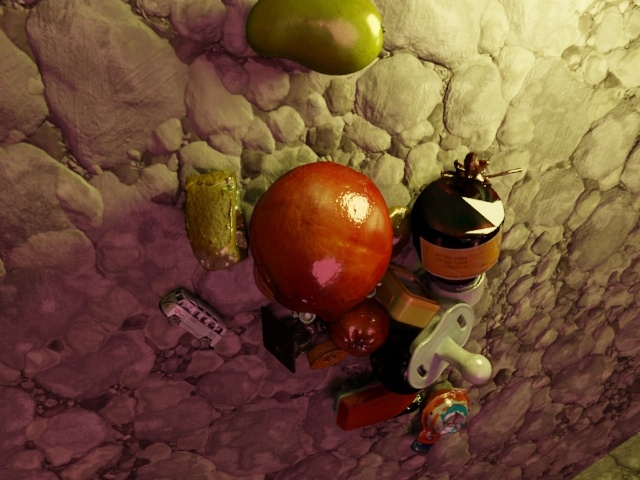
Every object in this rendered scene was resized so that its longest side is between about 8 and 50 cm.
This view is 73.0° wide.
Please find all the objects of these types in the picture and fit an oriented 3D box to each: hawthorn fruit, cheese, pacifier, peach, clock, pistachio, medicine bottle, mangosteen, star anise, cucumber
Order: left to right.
[{"bbox_3d":[0.002,0.000,1.023,0.372,0.289,0.374,-6,98,-50],"label":"peach"},{"bbox_3d":[0.118,0.238,1.297,0.178,0.201,0.179,7,134,8],"label":"hawthorn fruit"},{"bbox_3d":[0.187,-0.016,1.222,0.110,0.100,0.189,32,105,-34],"label":"pistachio"},{"bbox_3d":[0.284,0.645,1.646,0.219,0.046,0.071,-7,127,-16],"label":"cucumber"},{"bbox_3d":[0.243,0.155,1.272,0.143,0.202,0.096,22,110,-27],"label":"clock"},{"bbox_3d":[0.287,0.379,1.419,0.249,0.211,0.212,-26,124,-25],"label":"mangosteen"},{"bbox_3d":[0.464,0.699,1.683,0.216,0.129,0.330,18,110,-25],"label":"cheese"},{"bbox_3d":[0.380,0.025,1.229,0.242,0.243,0.395,-24,142,-5],"label":"medicine bottle"},{"bbox_3d":[0.380,0.331,1.228,0.287,0.225,0.238,-43,129,-11],"label":"pacifier"},{"bbox_3d":[0.438,-0.163,1.241,0.233,0.073,0.177,15,124,-15],"label":"star anise"}]

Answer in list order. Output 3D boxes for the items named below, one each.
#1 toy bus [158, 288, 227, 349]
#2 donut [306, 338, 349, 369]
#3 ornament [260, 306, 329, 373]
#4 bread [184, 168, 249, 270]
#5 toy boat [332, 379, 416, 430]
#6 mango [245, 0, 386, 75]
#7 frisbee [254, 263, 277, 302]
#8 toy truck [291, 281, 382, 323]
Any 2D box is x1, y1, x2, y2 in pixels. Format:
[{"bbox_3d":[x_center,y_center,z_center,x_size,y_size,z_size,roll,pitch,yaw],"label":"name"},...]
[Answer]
[{"bbox_3d":[-0.342,0.207,1.174,0.089,0.087,0.194,-44,121,-1],"label":"toy bus"},{"bbox_3d":[0.023,0.352,1.360,0.151,0.058,0.152,-22,154,-12],"label":"donut"},{"bbox_3d":[-0.055,0.269,1.312,0.195,0.153,0.167,-21,126,-35],"label":"ornament"},{"bbox_3d":[-0.228,-0.040,0.988,0.123,0.257,0.186,-15,142,-1],"label":"bread"},{"bbox_3d":[0.189,0.545,1.518,0.331,0.133,0.145,-4,114,-29],"label":"toy boat"},{"bbox_3d":[-0.008,-0.443,0.909,0.292,0.143,0.175,3,123,-9],"label":"mango"},{"bbox_3d":[-0.066,0.078,1.234,0.250,0.021,0.251,-8,120,-14],"label":"frisbee"},{"bbox_3d":[0.028,0.128,1.227,0.259,0.128,0.135,-25,96,-3],"label":"toy truck"}]
